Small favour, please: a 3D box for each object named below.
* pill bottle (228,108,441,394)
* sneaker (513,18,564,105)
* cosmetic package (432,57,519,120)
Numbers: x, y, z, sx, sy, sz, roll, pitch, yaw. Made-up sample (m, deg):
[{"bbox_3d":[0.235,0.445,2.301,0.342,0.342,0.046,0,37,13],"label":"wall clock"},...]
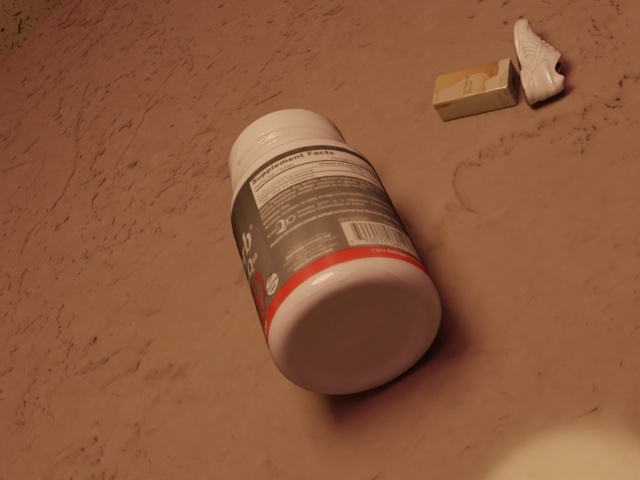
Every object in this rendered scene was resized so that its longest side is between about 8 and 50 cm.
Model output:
[{"bbox_3d":[0.000,0.000,1.254,0.210,0.210,0.363,-32,42,9],"label":"pill bottle"},{"bbox_3d":[0.305,-0.253,1.372,0.061,0.054,0.152,-14,54,14],"label":"sneaker"},{"bbox_3d":[0.222,-0.215,1.401,0.115,0.041,0.060,-11,50,29],"label":"cosmetic package"}]
